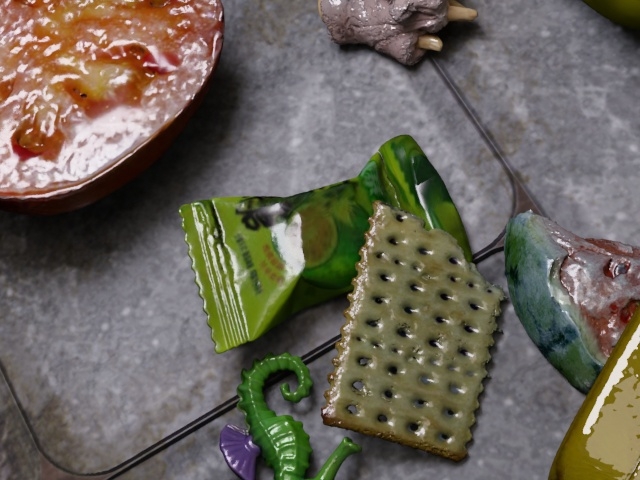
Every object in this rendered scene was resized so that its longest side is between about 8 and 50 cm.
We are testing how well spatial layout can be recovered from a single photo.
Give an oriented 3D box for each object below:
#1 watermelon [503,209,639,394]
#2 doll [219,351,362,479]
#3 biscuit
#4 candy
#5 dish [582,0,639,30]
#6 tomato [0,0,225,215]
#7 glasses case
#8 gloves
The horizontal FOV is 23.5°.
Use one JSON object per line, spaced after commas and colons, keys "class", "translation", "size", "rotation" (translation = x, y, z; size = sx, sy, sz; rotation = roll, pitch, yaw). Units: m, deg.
{"class": "watermelon", "translation": [0.235, 0.032, 1.320], "size": [0.139, 0.071, 0.187], "rotation": [-23, 64, -3]}
{"class": "doll", "translation": [-0.025, 0.182, 1.322], "size": [0.115, 0.050, 0.190], "rotation": [-27, 63, 4]}
{"class": "biscuit", "translation": [0.086, 0.080, 1.328], "size": [0.144, 0.016, 0.203], "rotation": [18, 73, -7]}
{"class": "candy", "translation": [0.000, 0.000, 1.378], "size": [0.246, 0.069, 0.149], "rotation": [-16, 69, -17]}
{"class": "dish", "translation": [0.339, -0.251, 1.371], "size": [0.262, 0.221, 0.108], "rotation": [-26, 104, 3]}
{"class": "tomato", "translation": [-0.259, -0.159, 1.456], "size": [0.338, 0.144, 0.338], "rotation": [-1, 66, 3]}
{"class": "glasses case", "translation": [0.324, 0.087, 1.215], "size": [0.141, 0.173, 0.371], "rotation": [28, 78, 22]}
{"class": "gloves", "translation": [0.068, -0.229, 1.454], "size": [0.144, 0.094, 0.110], "rotation": [-18, 53, 13]}
